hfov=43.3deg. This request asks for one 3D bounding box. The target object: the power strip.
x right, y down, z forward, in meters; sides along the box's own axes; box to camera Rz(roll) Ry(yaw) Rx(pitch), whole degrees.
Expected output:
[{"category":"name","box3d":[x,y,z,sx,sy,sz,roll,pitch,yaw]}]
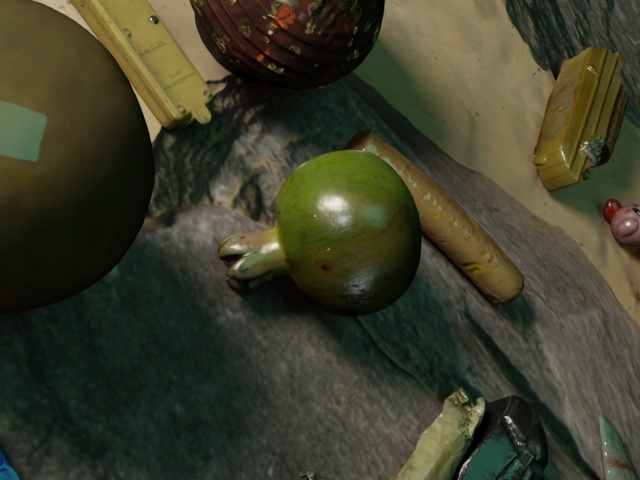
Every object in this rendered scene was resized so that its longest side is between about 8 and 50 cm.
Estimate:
[{"category":"power strip","box3d":[-0.217,-0.244,0.858,0.064,0.044,0.305,-41,100,-38]}]

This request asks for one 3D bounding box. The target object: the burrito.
[{"category":"burrito","box3d":[0.134,0.243,0.922,0.058,0.045,0.188,40,56,2]}]

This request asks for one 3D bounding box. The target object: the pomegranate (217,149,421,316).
[{"category":"pomegranate","box3d":[0.006,-0.013,0.853,0.210,0.179,0.179,11,66,-19]}]

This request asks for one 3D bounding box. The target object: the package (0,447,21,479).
[{"category":"package","box3d":[-0.315,0.216,0.617,0.173,0.027,0.171,-34,94,-36]}]

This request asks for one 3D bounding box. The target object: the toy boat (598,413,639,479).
[{"category":"toy boat","box3d":[0.402,0.374,1.057,0.206,0.096,0.282,34,43,-29]}]

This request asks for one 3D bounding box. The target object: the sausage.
[{"category":"sausage","box3d":[0.151,-0.026,1.028,0.301,0.066,0.066,42,53,-18]}]

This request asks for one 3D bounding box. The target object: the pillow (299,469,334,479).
[{"category":"pillow","box3d":[0.061,0.324,0.739,0.059,0.255,0.169,-45,119,2]}]

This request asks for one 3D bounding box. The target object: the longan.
[{"category":"longan","box3d":[-0.256,-0.060,0.618,0.258,0.258,0.258,14,65,-32]}]

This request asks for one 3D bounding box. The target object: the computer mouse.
[{"category":"computer mouse","box3d":[0.225,0.264,0.969,0.106,0.062,0.192,51,50,-12]}]

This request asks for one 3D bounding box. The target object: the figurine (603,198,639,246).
[{"category":"figurine","box3d":[0.493,-0.024,1.272,0.083,0.071,0.067,1,114,-28]}]

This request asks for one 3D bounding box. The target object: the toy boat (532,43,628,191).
[{"category":"toy boat","box3d":[0.420,-0.192,1.270,0.115,0.089,0.310,39,54,-21]}]

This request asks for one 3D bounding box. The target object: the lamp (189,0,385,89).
[{"category":"lamp","box3d":[-0.030,-0.285,0.894,0.247,0.247,0.247,14,65,-32]}]
